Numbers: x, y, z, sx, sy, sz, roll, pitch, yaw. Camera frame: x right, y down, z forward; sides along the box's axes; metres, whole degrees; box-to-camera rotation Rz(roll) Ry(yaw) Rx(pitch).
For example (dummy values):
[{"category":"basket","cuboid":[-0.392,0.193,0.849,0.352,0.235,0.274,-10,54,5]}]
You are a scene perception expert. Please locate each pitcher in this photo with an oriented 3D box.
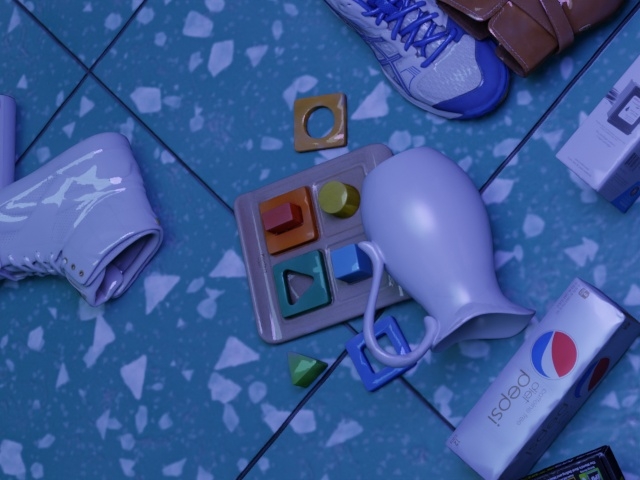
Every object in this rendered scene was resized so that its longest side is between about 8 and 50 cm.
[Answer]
[{"category":"pitcher","cuboid":[0.100,0.020,1.682,0.177,0.125,0.207,-18,71,-19]}]

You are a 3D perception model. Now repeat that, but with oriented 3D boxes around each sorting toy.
[{"category":"sorting toy","cuboid":[0.000,0.000,1.794,0.196,0.047,0.348,-19,71,21]}]

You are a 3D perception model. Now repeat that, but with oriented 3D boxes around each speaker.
[{"category":"speaker","cuboid":[-0.399,-0.107,2.005,0.055,0.055,0.136,-7,76,24]}]

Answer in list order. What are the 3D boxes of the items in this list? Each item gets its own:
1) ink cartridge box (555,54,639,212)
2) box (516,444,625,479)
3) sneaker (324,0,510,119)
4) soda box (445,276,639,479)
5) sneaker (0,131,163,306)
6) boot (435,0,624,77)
[{"category":"ink cartridge box","cuboid":[0.326,-0.123,1.633,0.060,0.104,0.180,43,98,28]},{"category":"box","cuboid":[0.229,0.316,1.587,0.190,0.045,0.184,-24,87,18]},{"category":"sneaker","cuboid":[0.075,-0.240,1.765,0.296,0.131,0.112,43,96,25]},{"category":"soda box","cuboid":[0.224,0.144,1.639,0.069,0.074,0.216,40,97,27]},{"category":"sneaker","cuboid":[-0.319,0.018,1.910,0.292,0.108,0.169,-34,63,14]},{"category":"boot","cuboid":[0.199,-0.322,1.726,0.220,0.109,0.283,-44,77,-3]}]
